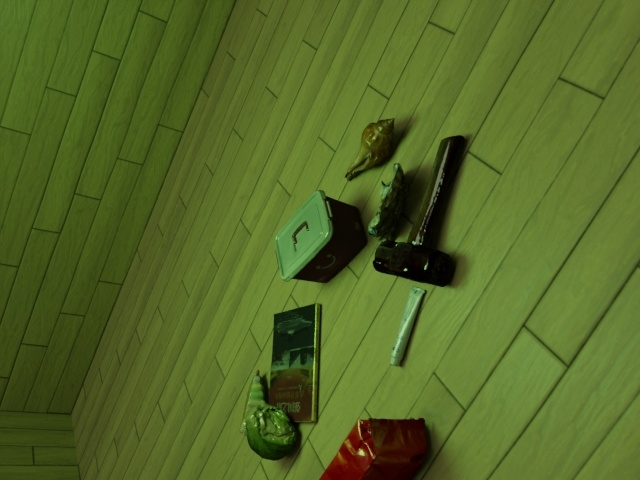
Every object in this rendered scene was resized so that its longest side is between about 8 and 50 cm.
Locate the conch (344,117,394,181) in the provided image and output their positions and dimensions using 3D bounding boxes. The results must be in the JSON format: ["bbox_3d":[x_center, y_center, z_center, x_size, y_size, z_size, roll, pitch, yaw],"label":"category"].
[{"bbox_3d":[0.157,-0.273,1.979,0.109,0.093,0.330,66,154,20],"label":"conch"}]

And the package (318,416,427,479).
[{"bbox_3d":[0.105,0.608,1.623,0.424,0.195,0.123,-59,38,25],"label":"package"}]

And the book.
[{"bbox_3d":[-0.087,0.407,2.129,0.262,0.028,0.374,-21,61,51],"label":"book"}]

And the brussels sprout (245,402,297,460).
[{"bbox_3d":[-0.165,0.614,2.050,0.183,0.131,0.145,38,138,10],"label":"brussels sprout"}]

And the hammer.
[{"bbox_3d":[0.285,-0.088,1.710,0.242,0.095,0.409,17,90,57],"label":"hammer"}]

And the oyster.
[{"bbox_3d":[0.196,-0.106,1.811,0.223,0.083,0.214,87,-162,-80],"label":"oyster"}]

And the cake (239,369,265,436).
[{"bbox_3d":[-0.239,0.565,2.223,0.109,0.090,0.225,111,154,-46],"label":"cake"}]

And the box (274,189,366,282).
[{"bbox_3d":[0.000,0.000,2.024,0.294,0.167,0.193,-45,46,38],"label":"box"}]

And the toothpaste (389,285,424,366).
[{"bbox_3d":[0.230,0.231,1.725,0.052,0.033,0.218,18,90,56],"label":"toothpaste"}]
